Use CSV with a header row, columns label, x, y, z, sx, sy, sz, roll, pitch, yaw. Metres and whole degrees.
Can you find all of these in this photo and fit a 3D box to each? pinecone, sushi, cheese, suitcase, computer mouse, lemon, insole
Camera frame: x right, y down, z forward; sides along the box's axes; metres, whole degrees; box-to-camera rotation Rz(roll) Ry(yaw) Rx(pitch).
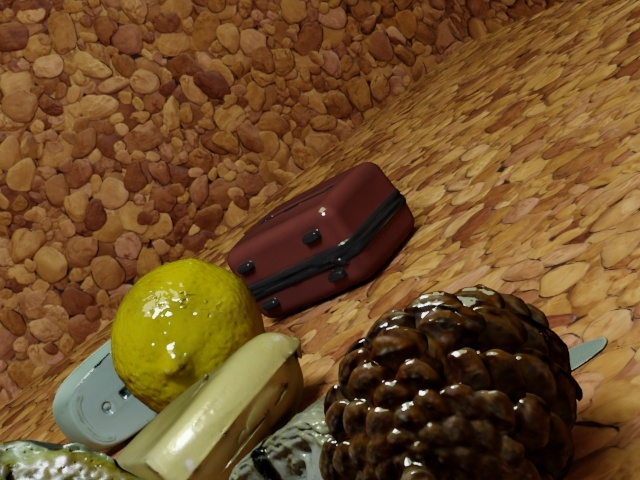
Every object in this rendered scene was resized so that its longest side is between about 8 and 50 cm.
label,x,y,z,sx,sy,sz,roll,pitch,yaw
pinecone,0.117,0.146,0.993,0.224,0.224,0.272,-27,9,32
sushi,-0.027,0.241,1.269,0.134,0.109,0.273,-41,13,-33
cheese,-0.137,0.238,1.557,0.316,0.128,0.259,-39,10,-31
suitcase,0.000,0.000,2.058,0.297,0.161,0.236,-26,13,41
computer mouse,-0.330,0.242,1.999,0.288,0.159,0.097,-41,15,-18
lemon,-0.206,0.153,1.807,0.267,0.267,0.267,-33,11,8
insole,0.234,0.140,1.214,0.153,0.002,0.053,-30,12,22

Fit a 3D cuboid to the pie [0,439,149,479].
label,x,y,z,sx,sy,sz,roll,pitch,yaw
pie,-0.247,0.357,1.034,0.078,0.296,0.371,99,178,-56
